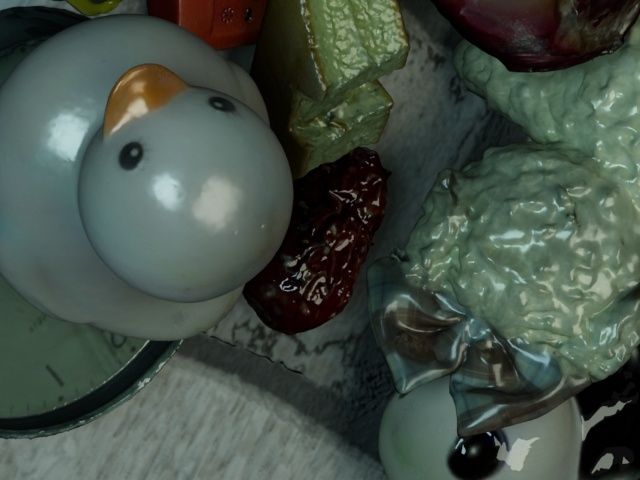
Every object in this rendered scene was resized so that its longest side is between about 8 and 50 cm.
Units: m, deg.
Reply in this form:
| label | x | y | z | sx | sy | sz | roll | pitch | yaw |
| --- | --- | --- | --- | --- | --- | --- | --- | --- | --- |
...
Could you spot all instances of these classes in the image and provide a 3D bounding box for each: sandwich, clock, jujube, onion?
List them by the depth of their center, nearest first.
| label | x | y | z | sx | sy | sz | roll | pitch | yaw |
| --- | --- | --- | --- | --- | --- | --- | --- | --- | --- |
| clock | -0.200 | -0.008 | 1.269 | 0.312 | 0.061 | 0.312 | -16 | 116 | -37 |
| clock | -0.055 | -0.196 | 1.328 | 0.155 | 0.061 | 0.113 | -15 | 118 | -35 |
| sandwich | 0.004 | -0.118 | 1.329 | 0.090 | 0.088 | 0.244 | -20 | 143 | -30 |
| onion | 0.132 | -0.267 | 1.344 | 0.314 | 0.232 | 0.314 | 43 | 35 | -40 |
| jujube | -0.002 | 0.001 | 1.429 | 0.166 | 0.104 | 0.104 | -52 | 133 | -29 |

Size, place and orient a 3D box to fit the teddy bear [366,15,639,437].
| label | x | y | z | sx | sy | sz | roll | pitch | yaw |
| --- | --- | --- | --- | --- | --- | --- | --- | --- | --- |
| teddy bear | 0.221 | -0.036 | 1.517 | 0.362 | 0.327 | 0.375 | -52 | 178 | 15 |

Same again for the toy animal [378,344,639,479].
| label | x | y | z | sx | sy | sz | roll | pitch | yaw |
| --- | --- | --- | --- | --- | --- | --- | --- | --- | --- |
| toy animal | 0.168 | 0.148 | 1.572 | 0.266 | 0.212 | 0.212 | -10 | 113 | -32 |

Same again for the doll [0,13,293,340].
| label | x | y | z | sx | sy | sz | roll | pitch | yaw |
| --- | --- | --- | --- | --- | --- | --- | --- | --- | --- |
| doll | -0.099 | -0.026 | 1.150 | 0.221 | 0.221 | 0.251 | -39 | 142 | -25 |

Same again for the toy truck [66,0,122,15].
| label | x | y | z | sx | sy | sz | roll | pitch | yaw |
| --- | --- | --- | --- | --- | --- | --- | --- | --- | --- |
| toy truck | -0.178 | -0.220 | 1.104 | 0.147 | 0.165 | 0.224 | -35 | 137 | 11 |
